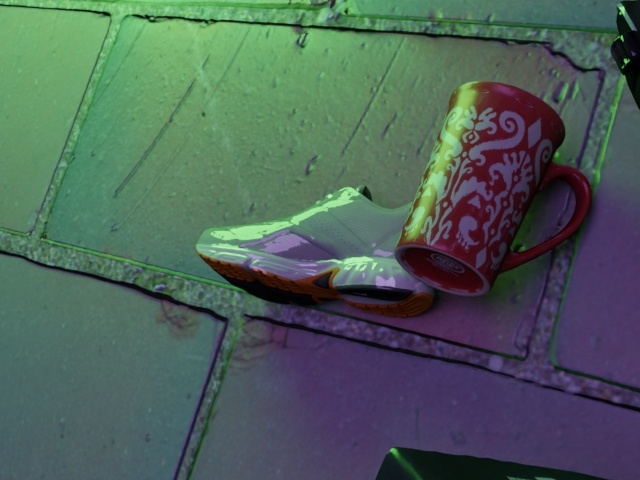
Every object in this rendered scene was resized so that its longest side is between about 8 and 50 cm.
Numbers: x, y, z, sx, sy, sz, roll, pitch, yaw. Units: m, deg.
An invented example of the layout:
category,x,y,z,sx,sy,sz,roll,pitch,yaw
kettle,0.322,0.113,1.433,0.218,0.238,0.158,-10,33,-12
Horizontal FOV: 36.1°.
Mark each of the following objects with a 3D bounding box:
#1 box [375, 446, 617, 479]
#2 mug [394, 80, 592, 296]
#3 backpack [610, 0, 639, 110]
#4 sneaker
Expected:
category,x,y,z,sx,sy,sz,roll,pitch,yaw
box,0.166,0.431,0.458,0.472,0.297,0.480,34,106,58
mug,0.155,-0.039,0.880,0.150,0.113,0.169,17,67,25
backpack,0.342,-0.082,0.729,0.191,0.253,0.225,-26,58,14
sneaker,0.000,0.000,0.994,0.262,0.099,0.121,7,68,23
